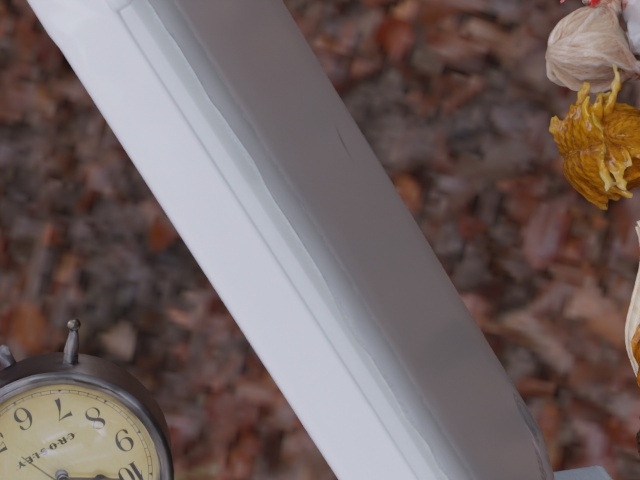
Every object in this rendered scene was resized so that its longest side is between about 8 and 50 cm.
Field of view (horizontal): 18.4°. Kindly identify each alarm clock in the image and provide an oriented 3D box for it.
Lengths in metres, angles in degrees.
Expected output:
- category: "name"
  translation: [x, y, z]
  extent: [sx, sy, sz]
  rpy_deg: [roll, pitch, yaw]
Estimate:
- category: "alarm clock"
  translation: [-0.142, 0.148, 1.168]
  extent: [0.129, 0.192, 0.064]
  rpy_deg: [-28, 12, 2]

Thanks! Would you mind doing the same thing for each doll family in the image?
- category: "doll family"
  translation: [0.177, -0.016, 0.806]
  extent: [0.118, 0.163, 0.263]
  rpy_deg: [145, 114, -69]

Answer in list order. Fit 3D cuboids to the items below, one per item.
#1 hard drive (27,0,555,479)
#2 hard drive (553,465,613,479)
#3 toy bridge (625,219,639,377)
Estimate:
- category: "hard drive"
  translation: [0.000, 0.000, 0.688]
  extent: [0.040, 0.308, 0.203]
  rpy_deg: [-28, 20, 11]
- category: "hard drive"
  translation: [0.157, 0.188, 1.228]
  extent: [0.135, 0.094, 0.022]
  rpy_deg: [-122, 29, -61]
- category: "toy bridge"
  translation: [0.228, 0.065, 1.266]
  extent: [0.063, 0.188, 0.026]
  rpy_deg: [-23, 27, -2]
